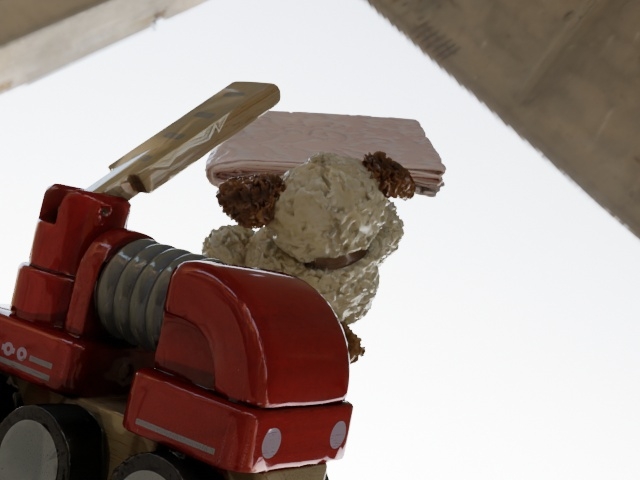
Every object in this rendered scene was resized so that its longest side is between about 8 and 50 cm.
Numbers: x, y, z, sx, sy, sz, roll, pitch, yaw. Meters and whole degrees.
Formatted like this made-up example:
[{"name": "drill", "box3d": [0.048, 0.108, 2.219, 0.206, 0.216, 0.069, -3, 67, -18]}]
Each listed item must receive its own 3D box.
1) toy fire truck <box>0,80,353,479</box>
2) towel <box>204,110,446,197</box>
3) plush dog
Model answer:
[{"name": "toy fire truck", "box3d": [-0.073, 0.025, 0.565, 0.217, 0.158, 0.247, 13, -88, 33]}, {"name": "towel", "box3d": [0.004, -0.128, 1.503, 0.316, 0.332, 0.054, 3, -72, -2]}, {"name": "plush dog", "box3d": [0.000, 0.000, 1.207, 0.211, 0.262, 0.225, -115, -162, -45]}]
